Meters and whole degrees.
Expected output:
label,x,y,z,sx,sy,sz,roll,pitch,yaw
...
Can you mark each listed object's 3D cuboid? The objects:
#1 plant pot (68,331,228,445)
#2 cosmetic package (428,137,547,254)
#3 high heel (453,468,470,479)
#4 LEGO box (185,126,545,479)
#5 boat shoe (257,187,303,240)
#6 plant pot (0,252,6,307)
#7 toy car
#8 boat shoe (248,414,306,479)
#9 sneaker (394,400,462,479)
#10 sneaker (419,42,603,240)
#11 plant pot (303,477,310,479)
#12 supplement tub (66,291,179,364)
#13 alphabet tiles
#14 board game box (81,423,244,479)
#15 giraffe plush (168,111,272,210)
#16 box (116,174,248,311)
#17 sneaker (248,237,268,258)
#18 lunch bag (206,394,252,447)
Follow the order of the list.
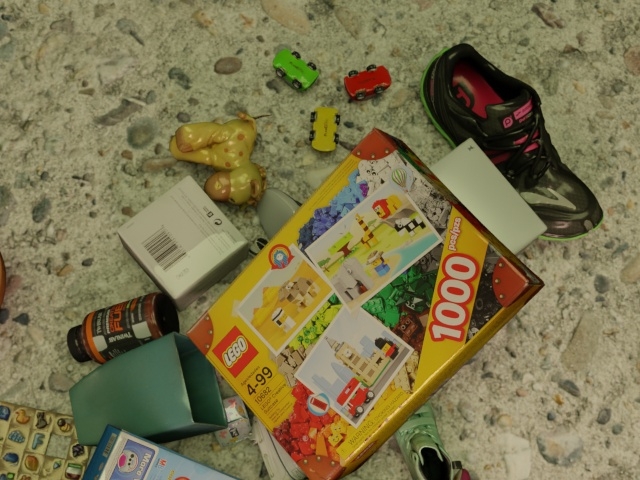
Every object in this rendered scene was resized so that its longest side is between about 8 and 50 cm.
label,x,y,z,sx,sy,sz,roll,pitch,yaw
plant pot,-0.319,0.290,1.716,0.234,0.165,0.165,-20,72,11
cosmetic package,0.289,-0.041,1.836,0.138,0.224,0.224,-36,79,-13
high heel,0.280,0.548,1.739,0.117,0.082,0.244,11,74,-1
LEGO box,0.076,0.117,1.664,0.372,0.193,0.500,46,104,17
boat shoe,0.000,0.000,1.872,0.301,0.108,0.102,42,42,20
plant pot,-0.706,0.093,1.730,0.291,0.203,0.290,1,73,-4
toy car,-0.002,-0.315,1.982,0.225,0.053,0.239,37,74,7
boat shoe,-0.097,0.350,1.732,0.076,0.083,0.226,-38,46,10
sneaker,0.185,0.346,1.755,0.094,0.151,0.255,-19,75,-8
sneaker,0.375,-0.193,1.898,0.185,0.202,0.483,-39,80,-13
plant pot,-0.002,0.536,1.641,0.254,0.239,0.253,1,73,-5
supplement tub,-0.369,0.169,1.766,0.198,0.106,0.106,-18,75,15
alphabet tiles,-0.552,0.407,1.754,0.237,0.009,0.198,12,74,-1
board game box,-0.276,0.506,1.582,0.302,0.086,0.308,30,74,-24
giraffe plush,-0.178,-0.144,1.863,0.210,0.181,0.170,-14,85,9
box,-0.263,0.007,1.833,0.182,0.119,0.181,-39,80,-14
sneaker,-0.098,0.044,1.883,0.109,0.044,0.040,50,41,-4
lunch bag,-0.167,0.337,1.781,0.071,0.053,0.083,-18,79,-3
